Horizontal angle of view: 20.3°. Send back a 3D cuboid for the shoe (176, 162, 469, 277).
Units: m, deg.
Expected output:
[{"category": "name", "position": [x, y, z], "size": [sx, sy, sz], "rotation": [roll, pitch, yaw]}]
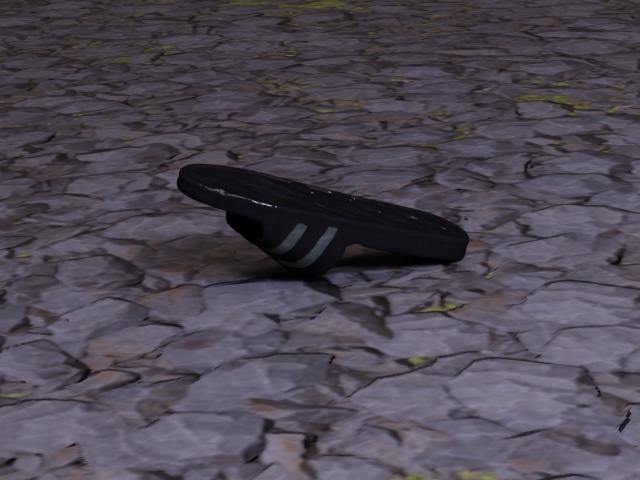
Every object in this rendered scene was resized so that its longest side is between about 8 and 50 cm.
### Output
[{"category": "shoe", "position": [0.000, 0.000, 1.031], "size": [0.179, 0.049, 0.071], "rotation": [11, 14, -24]}]
